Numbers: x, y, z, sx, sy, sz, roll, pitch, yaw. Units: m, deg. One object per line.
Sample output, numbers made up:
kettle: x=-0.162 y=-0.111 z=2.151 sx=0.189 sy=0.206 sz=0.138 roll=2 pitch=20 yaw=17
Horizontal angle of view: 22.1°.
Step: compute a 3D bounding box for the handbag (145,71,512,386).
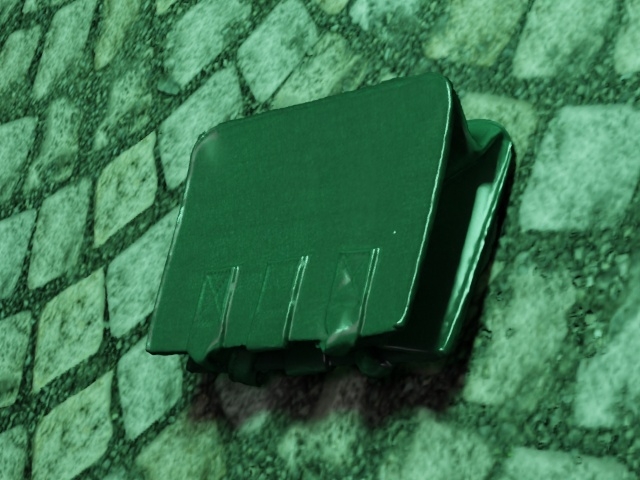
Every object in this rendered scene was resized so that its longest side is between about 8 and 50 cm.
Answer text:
handbag: x=0.001 y=-0.001 z=1.369 sx=0.326 sy=0.089 sz=0.238 roll=-7 pitch=60 yaw=46
